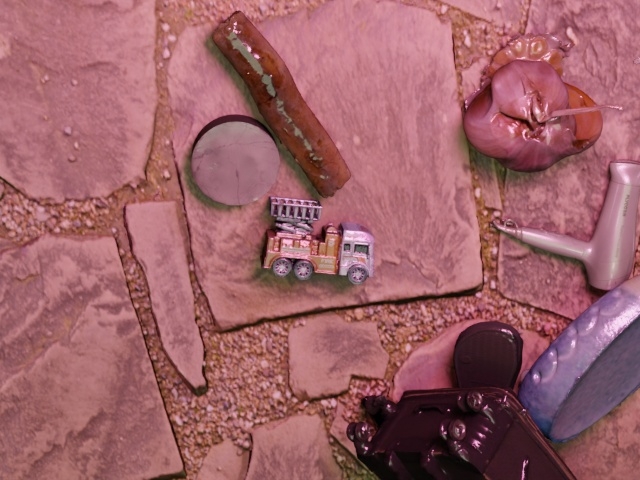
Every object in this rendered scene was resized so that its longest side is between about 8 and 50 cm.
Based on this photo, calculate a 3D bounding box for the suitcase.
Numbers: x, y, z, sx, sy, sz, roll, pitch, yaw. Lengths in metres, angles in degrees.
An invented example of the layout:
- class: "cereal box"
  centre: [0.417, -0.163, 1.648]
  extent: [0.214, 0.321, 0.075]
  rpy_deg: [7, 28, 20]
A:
- class: "suitcase"
  centre: [0.268, 0.406, 2.012]
  extent: [0.434, 0.283, 0.194]
  rpy_deg: [53, 54, -21]

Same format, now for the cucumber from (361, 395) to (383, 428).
- class: "cucumber"
  centre: [0.113, 0.312, 2.081]
  extent: [0.034, 0.033, 0.134]
  rpy_deg: [-38, 115, -22]

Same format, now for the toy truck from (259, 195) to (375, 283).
- class: "toy truck"
  centre: [0.000, 0.000, 1.916]
  extent: [0.178, 0.080, 0.115]
  rpy_deg: [6, 102, -7]

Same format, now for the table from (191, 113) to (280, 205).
- class: "table"
  centre: [-0.129, -0.122, 1.868]
  extent: [0.134, 0.043, 0.133]
  rpy_deg: [-2, 112, -5]

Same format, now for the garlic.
- class: "garlic"
  centre: [0.332, -0.216, 1.800]
  extent: [0.207, 0.257, 0.207]
  rpy_deg: [8, 71, -25]

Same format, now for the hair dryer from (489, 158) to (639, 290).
- class: "hair dryer"
  centre: [0.389, -0.034, 1.961]
  extent: [0.237, 0.075, 0.206]
  rpy_deg: [5, 105, 0]

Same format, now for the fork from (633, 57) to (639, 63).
- class: "fork"
  centre: [0.534, -0.286, 1.889]
  extent: [0.115, 0.012, 0.016]
  rpy_deg: [-13, 109, 5]

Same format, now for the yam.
- class: "yam"
  centre: [-0.053, -0.199, 1.832]
  extent: [0.067, 0.071, 0.317]
  rpy_deg: [-15, 120, 41]

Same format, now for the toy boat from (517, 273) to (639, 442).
- class: "toy boat"
  centre: [0.444, 0.179, 2.010]
  extent: [0.330, 0.123, 0.215]
  rpy_deg: [-51, 143, 12]

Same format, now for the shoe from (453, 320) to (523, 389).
- class: "shoe"
  centre: [0.277, 0.200, 2.029]
  extent: [0.108, 0.093, 0.241]
  rpy_deg: [11, 135, 14]
